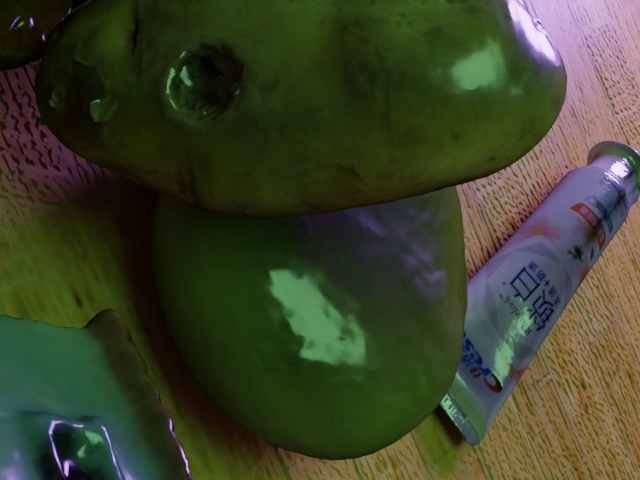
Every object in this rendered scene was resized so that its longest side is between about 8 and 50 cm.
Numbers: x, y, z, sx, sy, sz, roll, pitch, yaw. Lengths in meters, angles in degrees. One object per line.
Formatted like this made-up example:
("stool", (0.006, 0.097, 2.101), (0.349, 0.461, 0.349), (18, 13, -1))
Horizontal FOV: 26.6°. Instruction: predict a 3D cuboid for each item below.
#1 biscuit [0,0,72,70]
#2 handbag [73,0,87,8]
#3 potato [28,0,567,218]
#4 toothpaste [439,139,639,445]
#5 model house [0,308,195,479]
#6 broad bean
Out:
("biscuit", (-0.292, -0.275, 0.749), (0.432, 0.064, 0.283), (57, 37, -16))
("handbag", (-0.081, -0.288, 0.774), (0.089, 0.326, 0.239), (-5, 80, -30))
("potato", (-0.013, -0.093, 0.768), (0.192, 0.296, 0.141), (-87, 176, -49))
("toothpaste", (0.176, 0.027, 1.107), (0.100, 0.066, 0.323), (55, 51, -15))
("model house", (-0.134, 0.168, 0.610), (0.329, 0.252, 0.295), (8, 41, -42))
("broad bean", (0.000, 0.000, 0.894), (0.238, 0.119, 0.291), (20, 60, -31))
